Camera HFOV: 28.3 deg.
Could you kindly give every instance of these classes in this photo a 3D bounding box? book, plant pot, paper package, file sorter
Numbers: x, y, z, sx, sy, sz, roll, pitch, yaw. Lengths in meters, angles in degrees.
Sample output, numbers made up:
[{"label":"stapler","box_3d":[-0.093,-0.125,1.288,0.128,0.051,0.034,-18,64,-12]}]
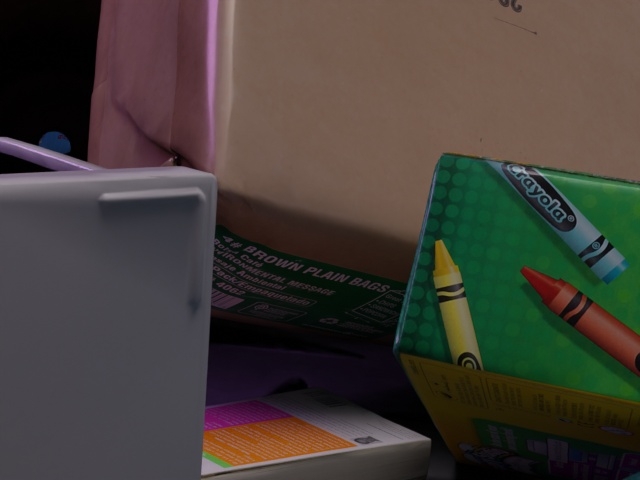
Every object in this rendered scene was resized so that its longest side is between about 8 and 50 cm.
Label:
[{"label":"book","box_3d":[-0.029,0.105,0.640,0.144,0.035,0.096,-5,16,-38]},{"label":"plant pot","box_3d":[-0.182,-0.079,0.906,0.263,0.263,0.229,2,-1,-18]},{"label":"paper package","box_3d":[0.044,-0.096,0.764,0.325,0.309,0.168,14,-27,-30]},{"label":"file sorter","box_3d":[-0.199,0.064,0.416,0.278,0.192,0.173,-5,16,-38]}]

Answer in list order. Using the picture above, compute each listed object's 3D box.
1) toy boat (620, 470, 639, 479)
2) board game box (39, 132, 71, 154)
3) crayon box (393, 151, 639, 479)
[{"label":"toy boat","box_3d":[0.155,0.112,0.335,0.267,0.148,0.318,2,-5,-39]},{"label":"board game box","box_3d":[-0.410,-0.149,1.308,0.308,0.086,0.302,11,15,16]},{"label":"crayon box","box_3d":[0.135,0.058,0.552,0.165,0.081,0.278,10,-15,14]}]
